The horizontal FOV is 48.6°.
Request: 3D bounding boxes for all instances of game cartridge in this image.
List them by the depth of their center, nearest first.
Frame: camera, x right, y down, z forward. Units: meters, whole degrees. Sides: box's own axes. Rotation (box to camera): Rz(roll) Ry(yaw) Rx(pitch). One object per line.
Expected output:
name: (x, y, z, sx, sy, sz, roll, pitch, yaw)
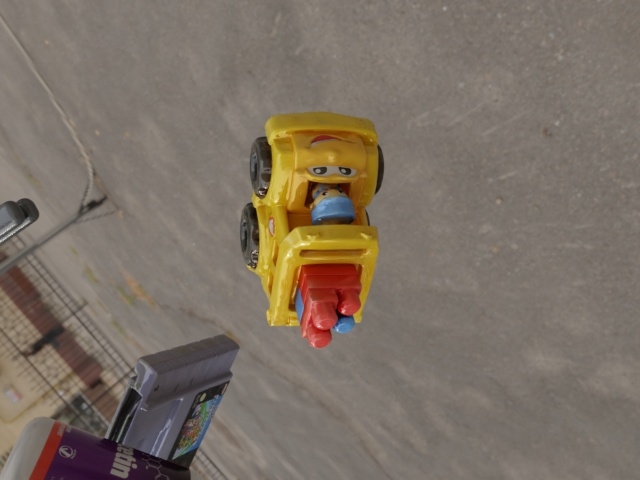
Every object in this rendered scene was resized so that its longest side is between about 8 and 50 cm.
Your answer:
game cartridge: (-0.275, 0.333, 1.204, 0.068, 0.230, 0.355, 35, 109, 27)

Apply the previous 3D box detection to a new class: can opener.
can opener: (-0.625, -0.011, 1.244, 0.095, 0.284, 0.076, 60, -160, -1)

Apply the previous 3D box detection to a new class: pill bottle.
pill bottle: (-0.285, 0.379, 0.981, 0.323, 0.181, 0.181, 25, 161, -15)

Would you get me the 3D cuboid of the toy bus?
toy bus: (0.000, 0.000, 0.773, 0.211, 0.150, 0.220, -106, 22, -49)
